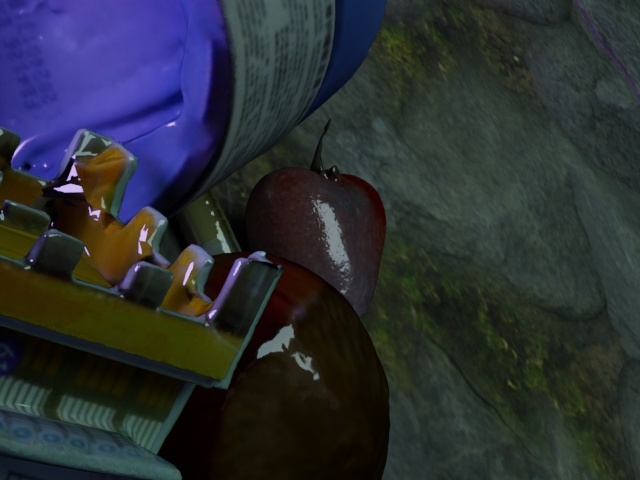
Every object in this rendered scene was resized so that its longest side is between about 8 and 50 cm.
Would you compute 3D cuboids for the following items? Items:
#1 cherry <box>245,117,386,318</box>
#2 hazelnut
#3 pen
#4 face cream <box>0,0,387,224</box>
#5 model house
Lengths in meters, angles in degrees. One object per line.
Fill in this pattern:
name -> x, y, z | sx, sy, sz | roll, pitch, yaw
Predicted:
cherry -> -0.006, 0.000, 1.106 | 0.106, 0.087, 0.126 | 34, 58, -31
hazelnut -> -0.042, 0.097, 0.929 | 0.202, 0.160, 0.170 | 62, 11, -55
pen -> -0.051, 0.044, 1.064 | 0.233, 0.032, 0.040 | 64, 11, 10
face cream -> -0.110, -0.150, 0.957 | 0.249, 0.249, 0.225 | 53, 33, -4
model house -> -0.174, 0.046, 0.743 | 0.224, 0.215, 0.198 | 21, 8, -41
